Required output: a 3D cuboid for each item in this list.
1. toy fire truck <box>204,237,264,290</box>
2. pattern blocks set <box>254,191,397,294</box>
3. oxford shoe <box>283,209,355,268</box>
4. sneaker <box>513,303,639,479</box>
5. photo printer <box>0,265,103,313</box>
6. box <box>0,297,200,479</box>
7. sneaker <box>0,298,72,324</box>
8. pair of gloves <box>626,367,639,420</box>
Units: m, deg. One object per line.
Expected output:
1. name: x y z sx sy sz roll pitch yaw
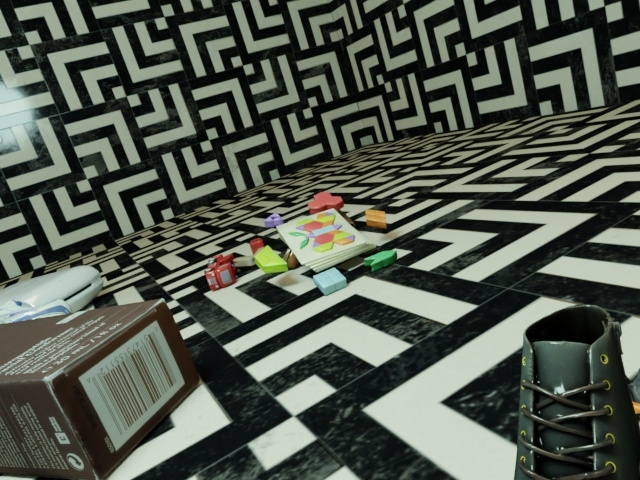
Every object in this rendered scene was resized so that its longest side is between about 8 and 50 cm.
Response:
1. toy fire truck: -0.194 0.053 1.175 0.135 0.047 0.192 -17 14 -2
2. pattern blocks set: 0.004 -0.008 1.001 0.285 0.026 0.325 -27 35 -27
3. oxford shoe: 0.000 0.000 1.105 0.076 0.076 0.212 35 54 21
4. sneaker: 0.140 0.132 0.295 0.083 0.118 0.222 -8 17 34
5. photo printer: -0.752 0.165 1.317 0.307 0.107 0.256 -13 15 20
6. box: -0.378 0.195 0.675 0.381 0.143 0.191 -13 15 27
7. sneaker: -0.629 0.184 0.969 0.296 0.112 0.131 -3 44 -4
8. pair of gloves: 0.246 0.123 0.423 0.083 0.010 0.074 -6 18 39
